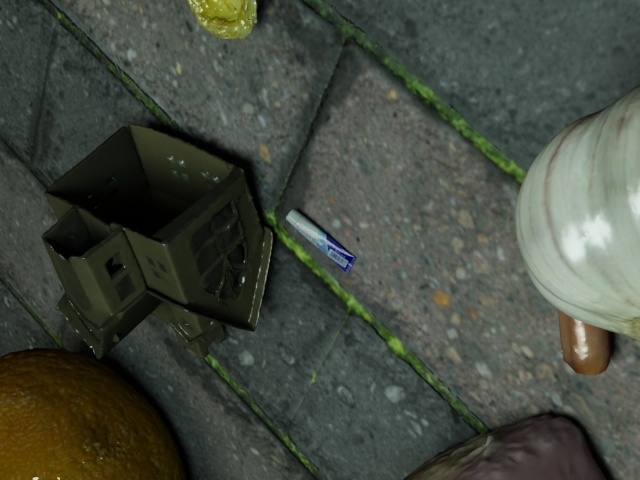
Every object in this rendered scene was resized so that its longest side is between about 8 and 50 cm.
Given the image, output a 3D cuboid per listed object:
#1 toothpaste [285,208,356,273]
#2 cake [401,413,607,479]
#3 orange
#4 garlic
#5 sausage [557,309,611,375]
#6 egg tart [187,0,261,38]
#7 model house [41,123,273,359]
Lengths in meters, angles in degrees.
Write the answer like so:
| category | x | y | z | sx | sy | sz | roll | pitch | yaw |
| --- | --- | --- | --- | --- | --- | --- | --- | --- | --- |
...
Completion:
| category | x | y | z | sx | sy | sz | roll | pitch | yaw |
| --- | --- | --- | --- | --- | --- | --- | --- | --- | --- |
| toothpaste | 0.000 | 0.000 | 1.089 | 0.083 | 0.015 | 0.024 | 40 | 134 | 16 |
| cake | 0.162 | 0.336 | 0.949 | 0.237 | 0.230 | 0.308 | -33 | 85 | 47 |
| orange | -0.335 | 0.319 | 1.391 | 0.357 | 0.322 | 0.322 | 46 | 138 | 4 |
| garlic | 0.251 | -0.054 | 0.697 | 0.245 | 0.245 | 0.253 | -3 | 73 | 47 |
| sausage | 0.202 | 0.026 | 0.868 | 0.040 | 0.047 | 0.176 | -2 | 111 | 29 |
| egg tart | -0.086 | -0.240 | 1.023 | 0.105 | 0.039 | 0.105 | 24 | 127 | 36 |
| model house | -0.173 | 0.044 | 1.172 | 0.211 | 0.204 | 0.243 | 23 | 143 | 36 |
